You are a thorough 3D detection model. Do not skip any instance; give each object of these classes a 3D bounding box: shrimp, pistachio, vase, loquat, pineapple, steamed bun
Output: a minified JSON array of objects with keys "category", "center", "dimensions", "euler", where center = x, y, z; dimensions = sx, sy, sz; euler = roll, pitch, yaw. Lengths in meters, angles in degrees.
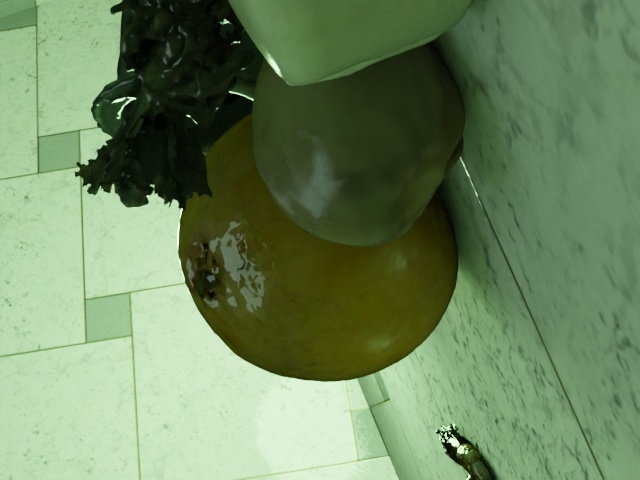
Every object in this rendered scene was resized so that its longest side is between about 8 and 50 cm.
[{"category":"shrimp","center":[0.184,0.285,1.111],"dimensions":[0.161,0.034,0.091],"euler":[-128,17,-71]},{"category":"pistachio","center":[0.026,-0.095,0.636],"dimensions":[0.126,0.152,0.223],"euler":[70,-165,-56]},{"category":"vase","center":[-0.151,-0.273,1.062],"dimensions":[0.245,0.245,0.291],"euler":[88,179,-75]},{"category":"loquat","center":[0.000,0.000,0.806],"dimensions":[0.263,0.263,0.263],"euler":[159,90,-85]},{"category":"pineapple","center":[-0.103,-0.200,0.697],"dimensions":[0.175,0.175,0.361],"euler":[173,111,-85]},{"category":"steamed bun","center":[-0.015,-0.224,0.500],"dimensions":[0.164,0.146,0.242],"euler":[69,178,-69]}]
